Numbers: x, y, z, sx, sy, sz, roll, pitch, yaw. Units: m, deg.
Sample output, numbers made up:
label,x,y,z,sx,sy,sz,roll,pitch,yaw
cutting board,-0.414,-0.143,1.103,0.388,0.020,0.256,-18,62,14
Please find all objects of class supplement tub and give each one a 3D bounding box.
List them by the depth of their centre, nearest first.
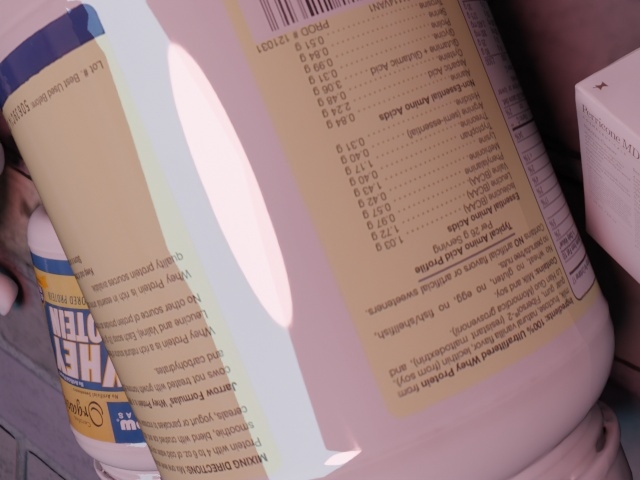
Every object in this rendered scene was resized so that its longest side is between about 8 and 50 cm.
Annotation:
label,x,y,z,sx,sy,sz,roll,pitch,yaw
supplement tub,0.000,0.000,0.485,0.235,0.235,0.325,-19,96,43
supplement tub,-0.106,0.062,0.662,0.144,0.144,0.200,5,111,39

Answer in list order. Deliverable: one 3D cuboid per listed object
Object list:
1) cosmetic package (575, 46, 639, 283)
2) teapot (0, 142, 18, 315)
label,x,y,z,sx,sy,sz,roll,pitch,yaw
cosmetic package,0.192,0.024,0.362,0.239,0.060,0.099,54,172,41
teapot,-0.350,-0.067,0.787,0.187,0.256,0.253,-5,82,-1
